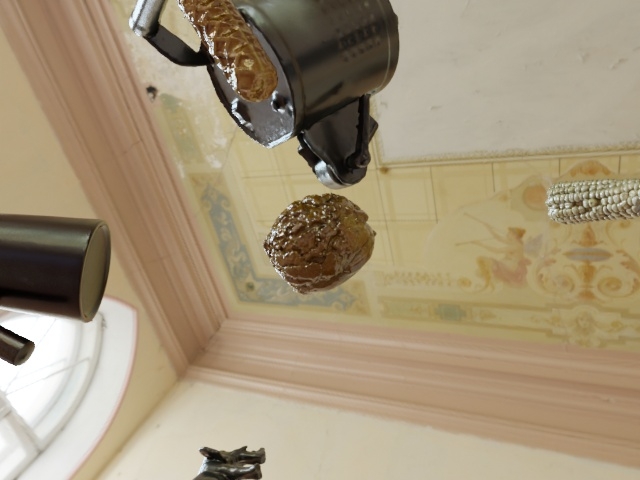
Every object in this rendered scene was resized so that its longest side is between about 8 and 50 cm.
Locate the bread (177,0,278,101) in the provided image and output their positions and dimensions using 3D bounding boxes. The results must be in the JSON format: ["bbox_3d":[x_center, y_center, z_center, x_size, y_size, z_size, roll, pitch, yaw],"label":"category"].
[{"bbox_3d":[-0.093,-0.203,0.487,0.044,0.052,0.157,-41,-106,34],"label":"bread"}]

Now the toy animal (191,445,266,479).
[{"bbox_3d":[-0.178,0.447,0.907,0.146,0.245,0.114,-3,-94,16],"label":"toy animal"}]

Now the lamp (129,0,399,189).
[{"bbox_3d":[-0.029,-0.279,0.704,0.374,0.272,0.205,42,-22,-20],"label":"lamp"}]

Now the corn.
[{"bbox_3d":[0.507,-0.069,0.880,0.087,0.087,0.211,60,-22,-18],"label":"corn"}]

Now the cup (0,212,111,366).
[{"bbox_3d":[-0.437,0.051,0.734,0.177,0.239,0.166,9,-67,-10],"label":"cup"}]

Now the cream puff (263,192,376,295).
[{"bbox_3d":[-0.004,-0.003,0.611,0.126,0.144,0.103,2,-52,42],"label":"cream puff"}]
